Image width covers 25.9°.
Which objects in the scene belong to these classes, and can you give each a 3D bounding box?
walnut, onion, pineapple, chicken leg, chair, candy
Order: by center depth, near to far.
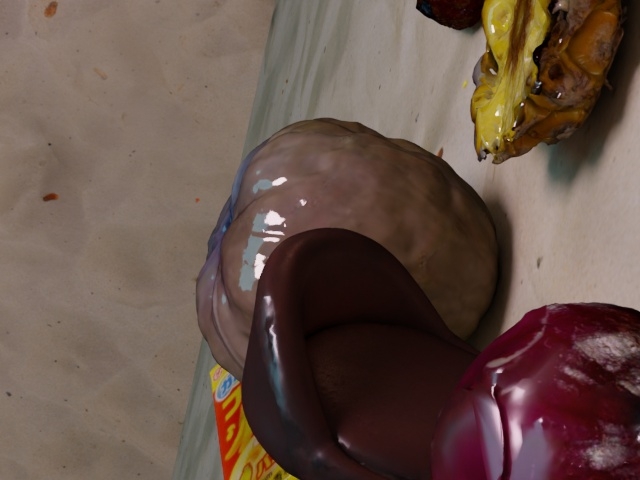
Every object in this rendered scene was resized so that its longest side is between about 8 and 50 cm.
[{"bbox_3d":[0.133,0.105,0.684,0.198,0.135,0.173,126,150,-63],"label":"onion"},{"bbox_3d":[0.022,0.212,0.917,0.226,0.226,0.401,-101,24,-65],"label":"chair"},{"bbox_3d":[0.162,-0.148,0.964,0.225,0.076,0.225,-168,90,-83],"label":"pineapple"},{"bbox_3d":[0.022,0.024,1.125,0.248,0.248,0.248,-169,90,-80],"label":"walnut"},{"bbox_3d":[0.138,-0.253,1.298,0.253,0.051,0.106,169,118,-76],"label":"chicken leg"},{"bbox_3d":[-0.030,0.187,1.416,0.146,0.088,0.276,-47,26,19],"label":"candy"}]
